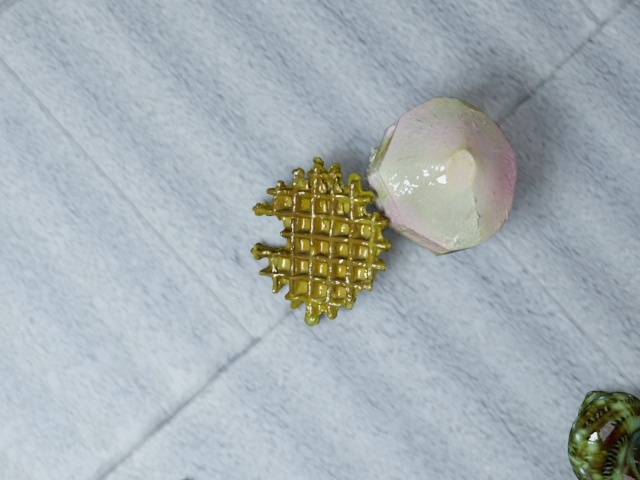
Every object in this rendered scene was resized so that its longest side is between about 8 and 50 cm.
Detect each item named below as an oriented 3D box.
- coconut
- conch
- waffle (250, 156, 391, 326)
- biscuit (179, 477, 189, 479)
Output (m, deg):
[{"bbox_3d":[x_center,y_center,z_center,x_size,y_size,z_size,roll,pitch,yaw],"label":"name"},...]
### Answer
[{"bbox_3d":[0.181,-0.094,1.818,0.233,0.245,0.233,1,82,-5],"label":"coconut"},{"bbox_3d":[0.468,0.322,1.858,0.187,0.124,0.181,16,68,-30],"label":"conch"},{"bbox_3d":[0.000,0.000,1.822,0.231,0.051,0.228,-40,76,25],"label":"waffle"},{"bbox_3d":[-0.266,0.480,1.766,0.252,0.052,0.150,-31,86,-11],"label":"biscuit"}]
